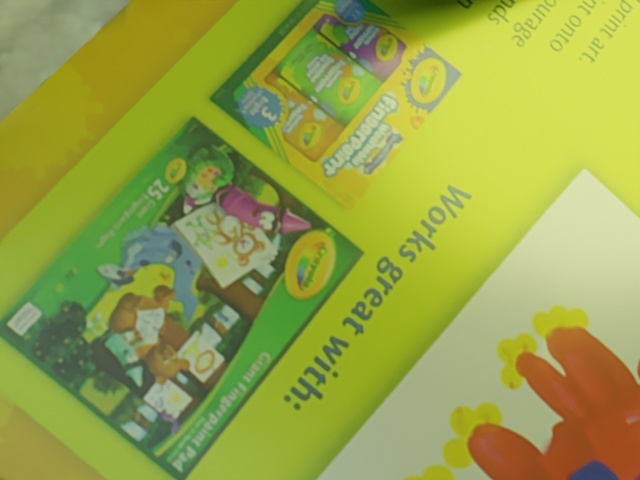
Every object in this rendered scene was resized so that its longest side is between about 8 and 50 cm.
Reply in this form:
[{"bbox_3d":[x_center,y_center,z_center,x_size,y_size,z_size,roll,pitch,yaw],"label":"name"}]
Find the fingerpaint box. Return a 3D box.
[{"bbox_3d":[0.109,0.010,0.462,0.371,0.163,0.445,39,64,0],"label":"fingerpaint box"}]
